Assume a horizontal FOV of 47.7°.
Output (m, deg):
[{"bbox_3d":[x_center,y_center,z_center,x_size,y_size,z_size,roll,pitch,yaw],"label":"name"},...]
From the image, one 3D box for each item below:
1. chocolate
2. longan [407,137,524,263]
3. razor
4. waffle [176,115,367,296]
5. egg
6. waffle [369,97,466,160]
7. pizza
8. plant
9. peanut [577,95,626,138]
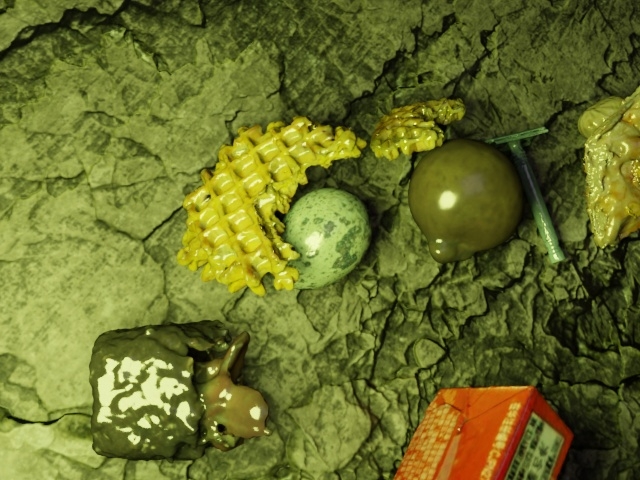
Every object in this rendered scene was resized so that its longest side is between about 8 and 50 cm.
[{"bbox_3d":[0.198,0.317,0.953,0.108,0.235,0.237,37,67,-10],"label":"chocolate"},{"bbox_3d":[0.223,-0.057,1.127,0.185,0.159,0.204,27,76,-2],"label":"longan"},{"bbox_3d":[0.359,-0.072,1.223,0.106,0.068,0.232,-14,81,-16],"label":"razor"},{"bbox_3d":[-0.091,-0.067,1.042,0.260,0.069,0.293,10,65,36],"label":"waffle"},{"bbox_3d":[0.000,0.000,1.073,0.132,0.132,0.172,42,80,4],"label":"egg"},{"bbox_3d":[0.155,-0.185,1.160,0.149,0.194,0.051,-12,111,19],"label":"waffle"},{"bbox_3d":[0.537,-0.126,1.228,0.189,0.071,0.297,40,86,-14],"label":"pizza"},{"bbox_3d":[-0.180,0.191,0.935,0.234,0.204,0.178,-5,81,-3],"label":"plant"},{"bbox_3d":[0.552,-0.216,1.298,0.187,0.082,0.082,2,70,-12],"label":"peanut"}]
